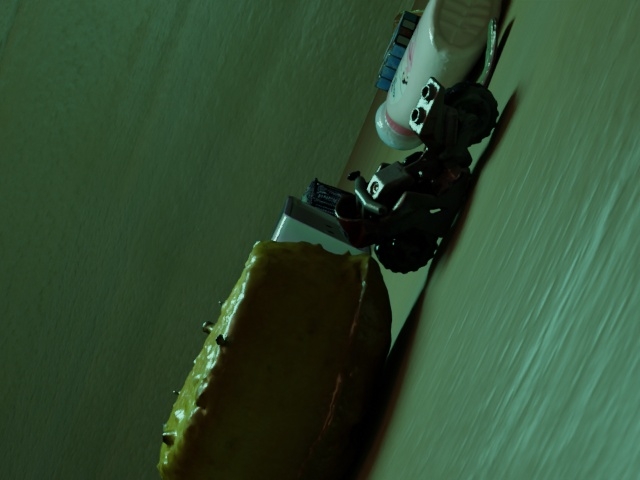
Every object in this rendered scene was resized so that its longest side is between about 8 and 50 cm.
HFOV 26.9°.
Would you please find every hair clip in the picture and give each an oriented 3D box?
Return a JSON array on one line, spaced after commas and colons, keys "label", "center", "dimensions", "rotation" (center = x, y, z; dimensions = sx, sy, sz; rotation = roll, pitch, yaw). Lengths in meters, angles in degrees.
[{"label": "hair clip", "center": [0.177, -0.184, 1.500], "dimensions": [0.054, 0.022, 0.137], "rotation": [131, 161, -83]}]

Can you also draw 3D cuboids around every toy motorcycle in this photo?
[{"label": "toy motorcycle", "center": [0.088, -0.065, 1.308], "dimensions": [0.082, 0.122, 0.213], "rotation": [53, 126, 49]}]

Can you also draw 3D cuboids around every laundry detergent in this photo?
[{"label": "laundry detergent", "center": [0.143, -0.218, 1.732], "dimensions": [0.159, 0.088, 0.335], "rotation": [-64, 1, -22]}]

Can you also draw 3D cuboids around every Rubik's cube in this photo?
[{"label": "Rubik's cube", "center": [0.146, -0.274, 2.022], "dimensions": [0.092, 0.092, 0.092], "rotation": [-70, 4, -46]}]

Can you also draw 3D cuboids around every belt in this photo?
[{"label": "belt", "center": [-0.022, 0.046, 2.508], "dimensions": [0.260, 0.122, 0.325], "rotation": [-85, 13, -57]}]

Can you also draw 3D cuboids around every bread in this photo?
[{"label": "bread", "center": [-0.052, 0.170, 1.356], "dimensions": [0.179, 0.194, 0.340], "rotation": [-72, 8, -67]}]

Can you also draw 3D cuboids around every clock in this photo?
[{"label": "clock", "center": [0.000, 0.000, 2.104], "dimensions": [0.197, 0.150, 0.063], "rotation": [-86, 22, -79]}]

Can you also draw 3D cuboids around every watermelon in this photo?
[{"label": "watermelon", "center": [0.179, -0.367, 2.401], "dimensions": [0.163, 0.087, 0.069], "rotation": [-71, -27, -63]}]
